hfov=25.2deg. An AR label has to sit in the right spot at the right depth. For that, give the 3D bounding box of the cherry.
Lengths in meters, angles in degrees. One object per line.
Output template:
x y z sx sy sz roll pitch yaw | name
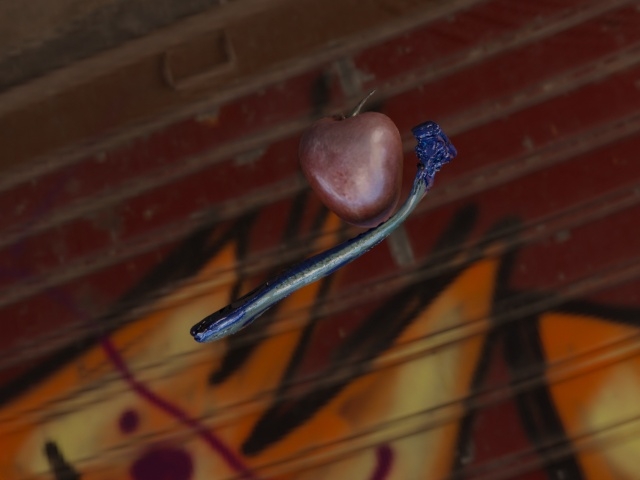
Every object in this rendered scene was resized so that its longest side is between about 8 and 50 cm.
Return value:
0.036 -0.078 1.438 0.106 0.126 0.087 -34 169 25 | cherry

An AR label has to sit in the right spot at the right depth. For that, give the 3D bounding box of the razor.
0.007 0.009 1.416 0.324 0.056 0.093 -39 159 4 | razor
